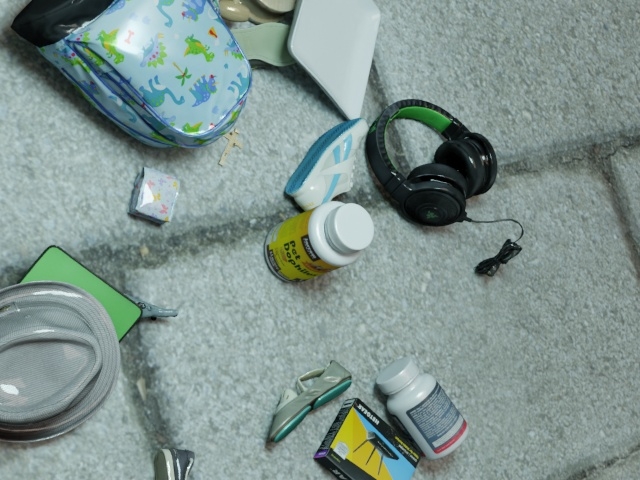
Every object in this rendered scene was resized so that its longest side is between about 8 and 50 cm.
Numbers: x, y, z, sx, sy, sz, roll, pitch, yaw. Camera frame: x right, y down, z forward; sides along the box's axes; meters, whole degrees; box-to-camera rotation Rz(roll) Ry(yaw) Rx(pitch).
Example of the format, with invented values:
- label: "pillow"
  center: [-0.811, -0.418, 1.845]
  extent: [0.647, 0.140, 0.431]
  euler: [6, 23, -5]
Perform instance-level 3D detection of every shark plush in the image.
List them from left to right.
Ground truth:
- label: "shark plush"
  center: [-0.311, 0.117, 1.891]
  extent: [0.161, 0.067, 0.073]
  euler: [25, 64, -27]

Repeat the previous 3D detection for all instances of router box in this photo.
- label: "router box"
  center: [0.089, 0.394, 2.103]
  extent: [0.179, 0.046, 0.133]
  euler: [43, 57, -18]

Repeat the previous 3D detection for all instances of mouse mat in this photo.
- label: "mouse mat"
  center: [-0.396, 0.114, 1.819]
  extent: [0.189, 0.007, 0.153]
  euler: [40, 94, -19]

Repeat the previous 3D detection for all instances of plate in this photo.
- label: "plate"
  center: [0.020, -0.406, 2.229]
  extent: [0.277, 0.045, 0.278]
  euler: [43, 52, -51]

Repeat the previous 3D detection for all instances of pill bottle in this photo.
- label: "pill bottle"
  center: [0.000, 0.000, 2.048]
  extent: [0.117, 0.215, 0.117]
  euler: [10, 71, -32]
- label: "pill bottle"
  center: [0.188, 0.312, 2.157]
  extent: [0.108, 0.108, 0.180]
  euler: [-43, 103, -35]

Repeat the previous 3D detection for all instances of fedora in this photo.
- label: "fedora"
  center: [-0.422, 0.186, 1.722]
  extent: [0.275, 0.124, 0.244]
  euler: [-11, 94, -23]

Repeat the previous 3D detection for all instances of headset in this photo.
- label: "headset"
  center: [0.250, -0.103, 2.327]
  extent: [0.394, 0.185, 0.243]
  euler: [45, 51, 2]

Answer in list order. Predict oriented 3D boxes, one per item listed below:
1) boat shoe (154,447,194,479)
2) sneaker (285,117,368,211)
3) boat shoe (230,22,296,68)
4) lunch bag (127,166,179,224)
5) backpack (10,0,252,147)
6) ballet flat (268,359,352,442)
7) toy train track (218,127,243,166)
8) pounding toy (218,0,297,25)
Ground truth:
- label: "boat shoe"
  center: [-0.221, 0.437, 1.861]
  extent: [0.065, 0.075, 0.206]
  euler: [0, 72, -31]
- label: "sneaker"
  center: [0.025, -0.143, 2.194]
  extent: [0.092, 0.087, 0.229]
  euler: [48, 63, -23]
- label: "boat shoe"
  center: [-0.130, -0.361, 2.150]
  extent: [0.227, 0.068, 0.081]
  euler: [-8, 93, -36]
- label: "lunch bag"
  center: [-0.284, -0.077, 1.976]
  extent: [0.071, 0.053, 0.083]
  euler: [19, 76, -27]
- label: "backpack"
  center: [-0.281, -0.311, 1.932]
  extent: [0.290, 0.273, 0.356]
  euler: [-51, 131, -27]
- label: "ballet flat"
  center: [-0.032, 0.283, 2.050]
  extent: [0.068, 0.072, 0.213]
  euler: [44, 51, 17]
- label: "toy train track"
  center: [-0.165, -0.173, 2.107]
  extent: [0.048, 0.014, 0.083]
  euler: [34, 61, -22]
- label: "pounding toy"
  center: [-0.095, -0.509, 2.163]
  extent: [0.154, 0.155, 0.270]
  euler: [24, 66, -24]
